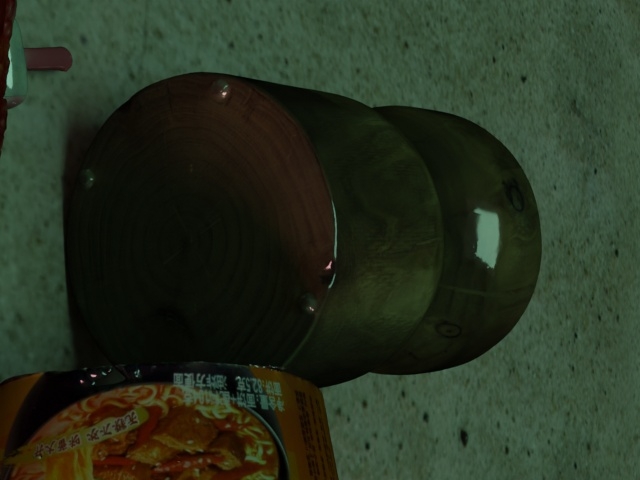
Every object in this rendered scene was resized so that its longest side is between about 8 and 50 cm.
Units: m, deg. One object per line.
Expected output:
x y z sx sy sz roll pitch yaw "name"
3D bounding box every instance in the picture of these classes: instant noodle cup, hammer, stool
-0.078 0.166 0.688 0.230 0.230 0.182 27 55 -54 "instant noodle cup"
-0.157 -0.097 0.758 0.083 0.031 0.052 -18 105 -64 "hammer"
0.000 0.000 0.856 0.264 0.179 0.179 0 86 -58 "stool"

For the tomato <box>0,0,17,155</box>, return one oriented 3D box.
-0.185 -0.119 0.598 0.228 0.101 0.228 -179 -90 -83 "tomato"
